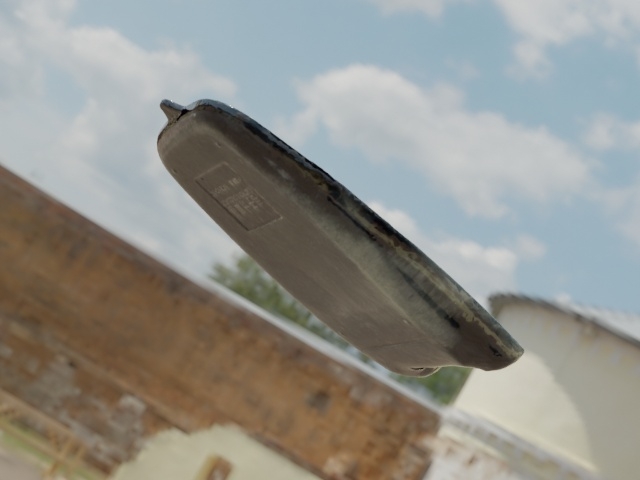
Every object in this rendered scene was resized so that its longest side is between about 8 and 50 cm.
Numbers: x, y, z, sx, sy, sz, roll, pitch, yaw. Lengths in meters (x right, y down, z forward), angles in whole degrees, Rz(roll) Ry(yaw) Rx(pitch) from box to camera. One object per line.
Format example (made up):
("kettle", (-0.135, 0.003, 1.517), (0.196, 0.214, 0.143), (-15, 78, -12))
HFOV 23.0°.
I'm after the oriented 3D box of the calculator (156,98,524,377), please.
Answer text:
("calculator", (0.000, 0.000, 1.002), (0.268, 0.040, 0.177), (43, -19, -9))
